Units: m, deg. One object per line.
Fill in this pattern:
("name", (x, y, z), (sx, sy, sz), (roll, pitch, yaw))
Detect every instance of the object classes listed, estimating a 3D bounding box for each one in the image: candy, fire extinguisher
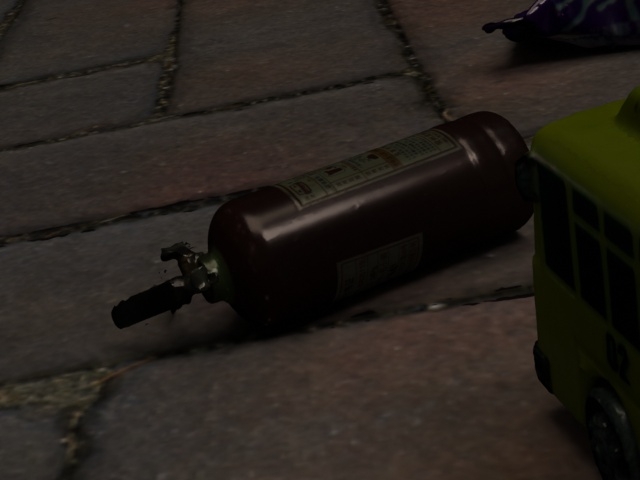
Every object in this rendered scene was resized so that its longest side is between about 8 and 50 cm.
("candy", (0.270, -0.194, 1.035), (0.275, 0.070, 0.145), (-7, 14, 14))
("fire extinguisher", (0.000, 0.000, 0.704), (0.231, 0.071, 0.099), (-21, -3, -20))

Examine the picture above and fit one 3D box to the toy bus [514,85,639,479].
("toy bus", (0.165, 0.035, 0.425), (0.128, 0.150, 0.262), (-13, 22, -8))
